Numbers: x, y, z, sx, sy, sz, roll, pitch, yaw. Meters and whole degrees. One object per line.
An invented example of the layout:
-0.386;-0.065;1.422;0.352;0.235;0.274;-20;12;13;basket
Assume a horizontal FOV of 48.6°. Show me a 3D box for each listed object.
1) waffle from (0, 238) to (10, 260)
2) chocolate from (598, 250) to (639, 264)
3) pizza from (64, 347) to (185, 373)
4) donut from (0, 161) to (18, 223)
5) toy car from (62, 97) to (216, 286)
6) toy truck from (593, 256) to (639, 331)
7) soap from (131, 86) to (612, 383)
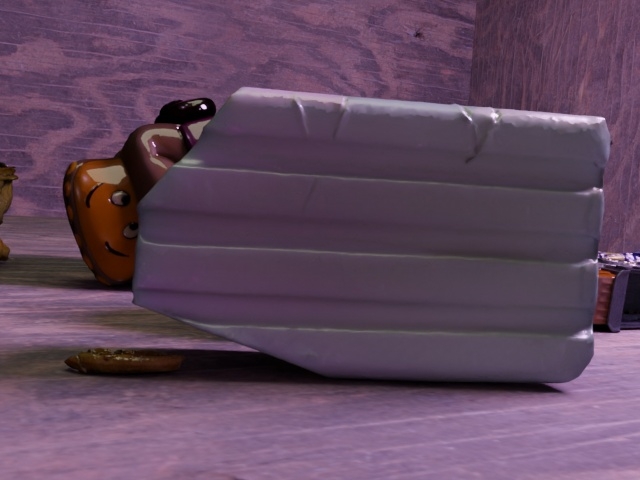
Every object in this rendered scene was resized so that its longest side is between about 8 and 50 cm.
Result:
-0.610;0.000;1.018;0.310;0.065;0.283;1;4;-31;waffle
0.471;0.049;1.118;0.344;0.126;0.148;7;-42;-8;chocolate
-0.138;0.084;0.500;0.083;0.016;0.037;2;-3;-9;pizza
-0.583;-0.074;1.056;0.272;0.107;0.272;4;4;0;donut
-0.235;-0.047;1.020;0.240;0.271;0.341;-18;7;-18;toy car
0.363;0.066;0.887;0.192;0.083;0.092;4;8;-25;toy truck
0.037;-0.001;0.557;0.347;0.208;0.115;3;1;-9;soap
